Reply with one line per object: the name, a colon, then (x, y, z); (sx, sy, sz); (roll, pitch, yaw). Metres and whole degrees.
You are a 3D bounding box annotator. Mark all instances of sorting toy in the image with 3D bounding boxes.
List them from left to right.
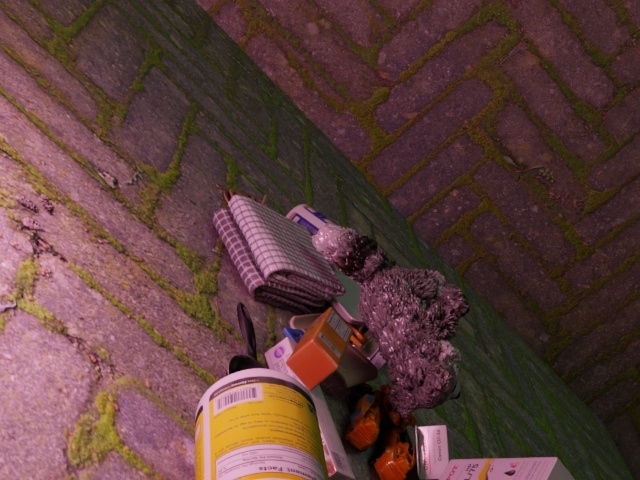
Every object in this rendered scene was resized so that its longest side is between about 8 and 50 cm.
sorting toy: (0.025, 0.248, 1.989); (0.196, 0.047, 0.348); (47, 17, 19)

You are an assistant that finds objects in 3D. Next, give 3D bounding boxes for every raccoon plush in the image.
raccoon plush: (0.127, 0.191, 1.952); (0.447, 0.216, 0.299); (27, 35, 1)

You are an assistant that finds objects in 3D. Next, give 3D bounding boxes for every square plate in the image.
square plate: (0.103, 0.128, 2.291); (0.344, 0.049, 0.347); (11, 25, -42)

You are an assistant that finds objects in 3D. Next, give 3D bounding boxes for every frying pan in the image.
frying pan: (-0.132, 0.240, 1.608); (0.326, 0.053, 0.197); (56, 16, 26)

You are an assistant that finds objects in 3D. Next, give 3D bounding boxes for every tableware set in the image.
tableware set: (-0.176, -0.092, 2.271); (0.128, 0.039, 0.194); (56, 16, 20)

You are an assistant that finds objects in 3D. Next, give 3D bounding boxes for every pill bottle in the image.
pill bottle: (-0.080, 0.350, 1.246); (0.188, 0.188, 0.334); (42, 18, -27)
pill bottle: (0.000, 0.000, 2.234); (0.187, 0.112, 0.112); (36, 8, 29)

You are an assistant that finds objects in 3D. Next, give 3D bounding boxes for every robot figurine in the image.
robot figurine: (0.138, 0.402, 1.913); (0.211, 0.085, 0.291); (50, 16, -3)

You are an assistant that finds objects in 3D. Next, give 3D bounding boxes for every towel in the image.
towel: (-0.101, 0.040, 2.040); (0.284, 0.121, 0.235); (25, 28, -53)

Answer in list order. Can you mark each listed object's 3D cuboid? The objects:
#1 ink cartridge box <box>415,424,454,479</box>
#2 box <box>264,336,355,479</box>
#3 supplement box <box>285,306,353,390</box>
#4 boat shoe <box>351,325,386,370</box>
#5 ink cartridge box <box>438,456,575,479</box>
ink cartridge box: (0.249, 0.465, 1.936); (0.198, 0.067, 0.115); (54, 31, -66)
box: (-0.024, 0.325, 1.684); (0.067, 0.063, 0.324); (37, 20, -43)
supplement box: (0.002, 0.209, 1.764); (0.080, 0.078, 0.233); (48, 14, 0)
boat shoe: (0.143, 0.242, 2.263); (0.094, 0.109, 0.302); (48, 18, -1)
ink cartridge box: (0.349, 0.546, 1.683); (0.197, 0.270, 0.198); (53, 52, -15)
